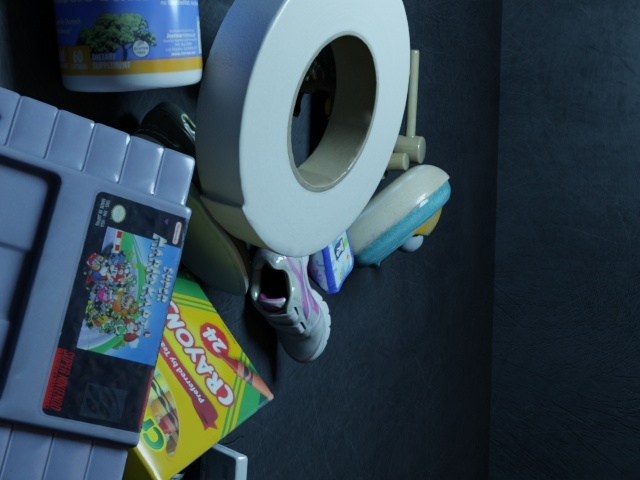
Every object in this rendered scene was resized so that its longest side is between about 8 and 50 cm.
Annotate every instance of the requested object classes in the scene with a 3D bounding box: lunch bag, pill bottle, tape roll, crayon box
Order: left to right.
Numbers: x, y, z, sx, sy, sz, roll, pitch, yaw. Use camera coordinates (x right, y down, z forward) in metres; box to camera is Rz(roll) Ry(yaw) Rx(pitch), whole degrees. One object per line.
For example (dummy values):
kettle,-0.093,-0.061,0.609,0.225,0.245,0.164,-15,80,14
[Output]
pill bottle,-0.209,-0.298,0.924,0.152,0.152,0.272,-33,123,-63
crayon box,-0.199,0.163,0.981,0.202,0.081,0.318,55,25,4
tape roll,-0.009,-0.170,1.124,0.392,0.072,0.392,-38,138,-45
lunch bag,0.000,0.000,1.487,0.151,0.096,0.128,-104,180,-59

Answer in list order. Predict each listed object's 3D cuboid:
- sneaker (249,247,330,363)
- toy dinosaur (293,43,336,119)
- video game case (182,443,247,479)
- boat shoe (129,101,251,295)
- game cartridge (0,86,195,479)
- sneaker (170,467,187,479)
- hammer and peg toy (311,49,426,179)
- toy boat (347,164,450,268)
sneaker,-0.061,0.099,1.424,0.111,0.103,0.252,-50,130,-53
toy dinosaur,0.002,-0.276,1.275,0.313,0.121,0.160,-56,155,-43
video game case,-0.155,0.352,1.135,0.022,0.173,0.190,2,93,-40
boat shoe,-0.156,-0.044,1.147,0.091,0.109,0.305,-64,145,-33
game cartridge,-0.255,0.052,0.826,0.230,0.068,0.355,17,72,-22
sneaker,-0.202,0.298,1.117,0.085,0.086,0.237,-16,109,-68
hammer and peg toy,0.099,-0.253,1.711,0.361,0.127,0.266,-7,97,-67
toy boat,0.156,-0.034,1.767,0.148,0.267,0.318,51,4,0
